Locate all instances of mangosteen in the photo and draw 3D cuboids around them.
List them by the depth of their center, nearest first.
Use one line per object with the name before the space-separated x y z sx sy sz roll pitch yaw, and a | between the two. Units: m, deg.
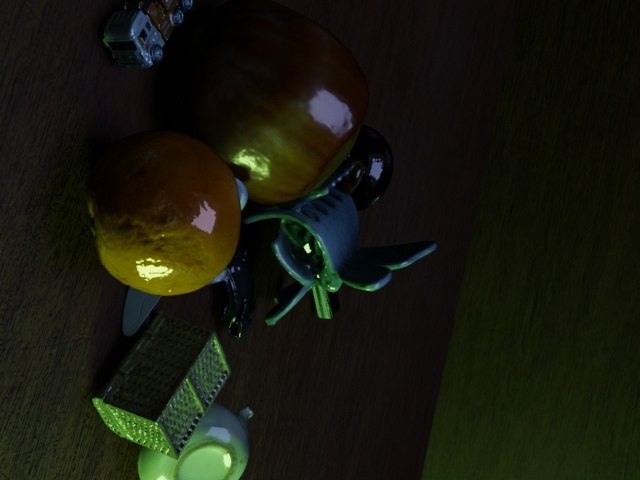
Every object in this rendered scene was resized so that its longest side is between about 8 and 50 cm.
mangosteen | 0.048 -0.170 2.261 0.250 0.211 0.211 6 92 -52

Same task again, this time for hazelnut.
hazelnut | -0.089 -0.255 1.784 0.366 0.365 0.366 8 90 -67

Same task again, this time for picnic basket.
picnic basket | -0.275 0.241 1.697 0.196 0.154 0.134 -60 151 -31

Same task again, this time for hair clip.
hair clip | 0.000 0.000 2.060 0.238 0.392 0.318 68 21 -8

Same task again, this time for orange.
orange | -0.245 -0.044 1.549 0.261 0.261 0.261 8 90 -67

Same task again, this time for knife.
knife | -0.249 0.019 1.695 0.331 0.080 0.044 -49 177 2

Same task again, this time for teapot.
teapot | -0.258 0.430 1.827 0.220 0.149 0.318 21 104 -34

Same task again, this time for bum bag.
bum bag | -0.171 0.072 1.996 0.123 0.060 0.248 -63 154 -55

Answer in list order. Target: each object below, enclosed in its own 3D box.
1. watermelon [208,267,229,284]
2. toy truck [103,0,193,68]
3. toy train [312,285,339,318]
watermelon | -0.225 0.060 1.908 0.061 0.085 0.085 130 -26 -77
toy truck | -0.282 -0.367 1.570 0.115 0.080 0.178 59 44 -49
toy train | -0.002 0.070 2.411 0.055 0.048 0.252 -44 131 -48
